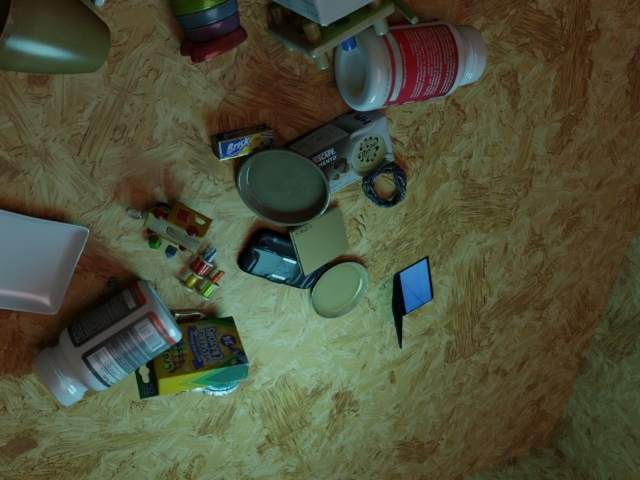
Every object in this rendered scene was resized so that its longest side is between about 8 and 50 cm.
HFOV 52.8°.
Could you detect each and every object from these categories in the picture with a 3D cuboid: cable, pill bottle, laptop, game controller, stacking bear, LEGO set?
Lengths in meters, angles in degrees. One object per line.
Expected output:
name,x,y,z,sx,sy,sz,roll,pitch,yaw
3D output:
cable,0.224,-0.186,2.167,0.184,0.047,0.151,35,92,-40
pill bottle,-0.596,0.290,1.817,0.362,0.210,0.210,-33,131,-11
laptop,0.355,0.236,2.454,0.136,0.264,0.234,-5,129,13
game controller,-0.114,0.068,2.103,0.319,0.067,0.166,21,120,-40
pill bottle,0.264,-0.513,1.853,0.407,0.229,0.229,-15,125,-25
stacking bear,-0.290,-0.588,1.500,0.164,0.175,0.289,-27,122,-14
LEGO set,-0.601,0.132,1.844,0.083,0.023,0.054,-32,130,6

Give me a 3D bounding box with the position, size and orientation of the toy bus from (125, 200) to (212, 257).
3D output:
toy bus,-0.402,-0.055,1.793,0.202,0.190,0.104,67,32,-41

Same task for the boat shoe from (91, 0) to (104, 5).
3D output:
boat shoe,-0.502,-0.623,1.389,0.070,0.077,0.219,-8,114,-30

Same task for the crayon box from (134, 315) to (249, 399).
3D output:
crayon box,-0.399,0.350,1.957,0.322,0.203,0.083,-7,132,-21

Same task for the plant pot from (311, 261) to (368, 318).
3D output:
plant pot,0.064,0.173,2.295,0.236,0.032,0.236,-17,127,-25

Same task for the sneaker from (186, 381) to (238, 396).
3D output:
sneaker,-0.382,0.445,2.135,0.275,0.107,0.110,16,99,-39

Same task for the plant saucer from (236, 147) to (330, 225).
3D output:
plant saucer,-0.105,-0.158,1.873,0.277,0.041,0.278,7,132,7

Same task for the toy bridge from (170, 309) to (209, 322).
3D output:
toy bridge,-0.392,0.256,2.052,0.188,0.026,0.063,29,100,-42

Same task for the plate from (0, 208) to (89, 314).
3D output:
plate,-0.776,0.052,1.658,0.278,0.045,0.277,14,109,-38

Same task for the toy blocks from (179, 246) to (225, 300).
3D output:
toy blocks,-0.341,0.098,1.966,0.148,0.054,0.123,-51,132,4

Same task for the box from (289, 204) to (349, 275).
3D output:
box,0.000,0.000,2.097,0.201,0.021,0.165,-31,118,-30

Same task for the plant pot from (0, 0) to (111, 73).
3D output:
plant pot,-0.587,-0.451,1.364,0.254,0.237,0.237,7,115,-53

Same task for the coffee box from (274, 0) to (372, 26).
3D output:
coffee box,0.024,-0.746,1.472,0.337,0.338,0.334,-31,131,-12

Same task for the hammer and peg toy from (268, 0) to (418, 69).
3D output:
hammer and peg toy,0.069,-0.592,1.649,0.361,0.266,0.127,-32,131,-11

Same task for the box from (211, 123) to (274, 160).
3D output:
box,-0.217,-0.276,1.807,0.168,0.054,0.059,-18,127,-24

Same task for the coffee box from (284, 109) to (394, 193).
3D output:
coffee box,0.060,-0.266,1.951,0.297,0.119,0.168,-29,131,-15
